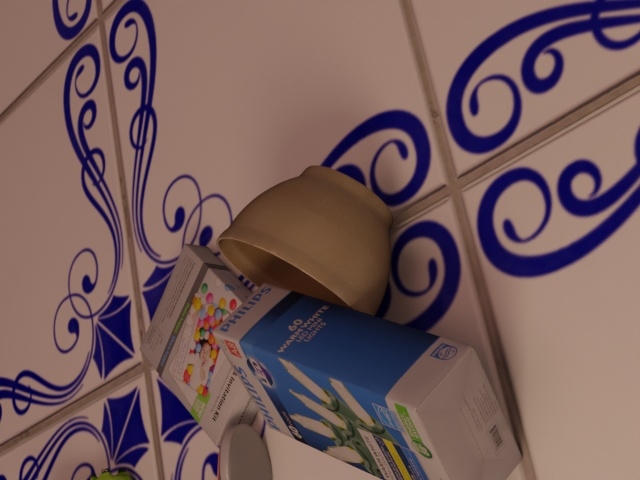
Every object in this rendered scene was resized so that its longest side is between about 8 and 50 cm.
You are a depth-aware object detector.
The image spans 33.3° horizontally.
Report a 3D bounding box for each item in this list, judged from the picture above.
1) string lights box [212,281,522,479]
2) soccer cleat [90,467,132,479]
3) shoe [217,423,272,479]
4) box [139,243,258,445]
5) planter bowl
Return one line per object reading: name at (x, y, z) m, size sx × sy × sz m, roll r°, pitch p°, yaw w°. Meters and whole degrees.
string lights box at (0.034, 0.130, 0.920) m, size 0.260 × 0.133 × 0.077 m, roll 13°, pitch 48°, yaw 48°
soccer cleat at (-0.288, 0.329, 1.293) m, size 0.179 × 0.060 × 0.072 m, roll -28°, pitch 64°, yaw 38°
shoe at (-0.094, 0.280, 1.087) m, size 0.081 × 0.063 × 0.178 m, roll -19°, pitch 73°, yaw 38°
box at (-0.118, 0.111, 1.166) m, size 0.186 × 0.038 × 0.145 m, roll 41°, pitch 113°, yaw 42°
planter bowl at (0.000, 0.000, 0.988) m, size 0.162 × 0.162 × 0.109 m, roll 13°, pitch 66°, yaw 48°
